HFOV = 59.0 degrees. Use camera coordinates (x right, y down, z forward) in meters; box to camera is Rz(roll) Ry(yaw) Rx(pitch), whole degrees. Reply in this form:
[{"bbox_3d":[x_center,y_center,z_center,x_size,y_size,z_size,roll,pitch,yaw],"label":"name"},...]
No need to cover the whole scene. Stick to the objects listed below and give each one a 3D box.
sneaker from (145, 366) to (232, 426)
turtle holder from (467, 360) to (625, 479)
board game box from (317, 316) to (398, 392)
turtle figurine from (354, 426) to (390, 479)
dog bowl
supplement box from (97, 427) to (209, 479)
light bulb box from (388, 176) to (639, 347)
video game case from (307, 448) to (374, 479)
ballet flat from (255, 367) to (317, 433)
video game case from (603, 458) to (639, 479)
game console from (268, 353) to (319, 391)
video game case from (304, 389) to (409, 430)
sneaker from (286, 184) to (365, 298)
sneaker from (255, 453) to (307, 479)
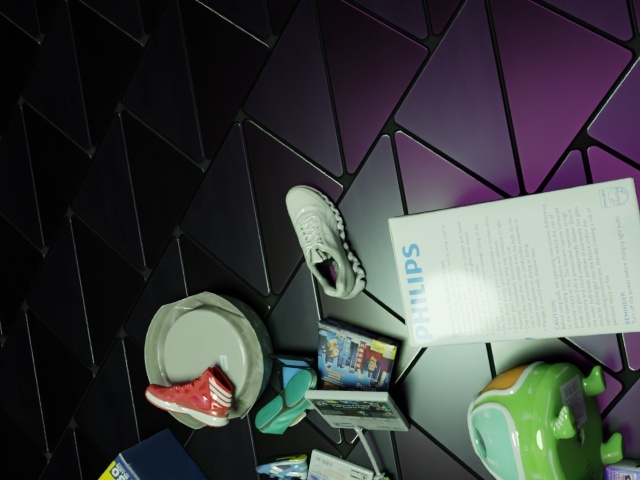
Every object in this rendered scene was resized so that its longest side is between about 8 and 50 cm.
[{"bbox_3d":[-0.307,0.351,1.359,0.221,0.087,0.128,16,90,10],"label":"sneaker"},{"bbox_3d":[0.424,0.385,1.075,0.227,0.243,0.320,-12,118,45],"label":"turtle holder"},{"bbox_3d":[0.071,0.299,1.301,0.194,0.060,0.194,15,100,22],"label":"board game box"},{"bbox_3d":[0.116,0.611,1.211,0.266,0.198,0.274,25,104,10],"label":"turtle figurine"},{"bbox_3d":[-0.274,0.294,1.431,0.349,0.102,0.348,2,94,24],"label":"dog bowl"},{"bbox_3d":[-0.501,0.710,1.499,0.194,0.195,0.356,45,109,16],"label":"supplement box"},{"bbox_3d":[0.357,0.040,1.000,0.361,0.358,0.225,-10,87,25],"label":"light bulb box"},{"bbox_3d":[0.041,0.592,1.350,0.157,0.019,0.143,13,98,22],"label":"video game case"},{"bbox_3d":[-0.059,0.384,1.344,0.247,0.087,0.083,-48,34,31],"label":"ballet flat"},{"bbox_3d":[0.663,0.557,1.051,0.244,0.061,0.269,-1,92,23],"label":"video game case"},{"bbox_3d":[-0.059,0.321,1.355,0.122,0.107,0.071,-1,64,23],"label":"game console"},{"bbox_3d":[0.083,0.378,1.254,0.190,0.173,0.022,-5,50,24],"label":"video game case"},{"bbox_3d":[0.000,0.000,1.288,0.110,0.118,0.292,-33,78,23],"label":"sneaker"},{"bbox_3d":[-0.095,0.565,1.391,0.144,0.053,0.059,-15,89,25],"label":"sneaker"}]
